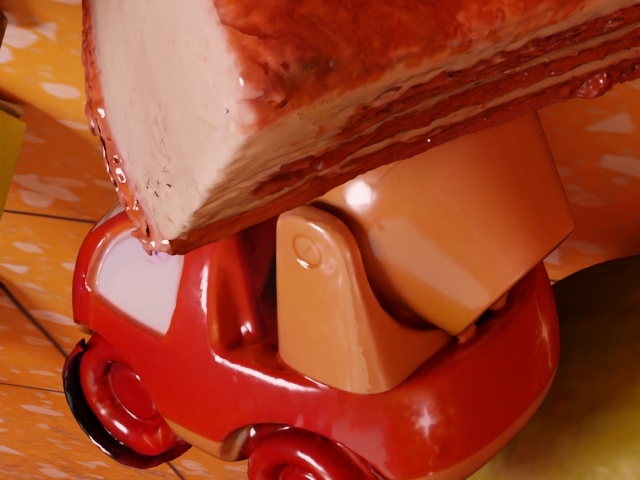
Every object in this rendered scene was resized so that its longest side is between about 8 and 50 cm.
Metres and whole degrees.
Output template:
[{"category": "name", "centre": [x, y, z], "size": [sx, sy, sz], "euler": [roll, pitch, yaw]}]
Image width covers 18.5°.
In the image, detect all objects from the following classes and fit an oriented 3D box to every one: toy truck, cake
[{"category": "toy truck", "centre": [0.000, 0.000, 0.935], "size": [0.265, 0.189, 0.239], "euler": [22, 133, 31]}, {"category": "cake", "centre": [0.043, -0.068, 0.721], "size": [0.262, 0.159, 0.158], "euler": [13, 159, -12]}]

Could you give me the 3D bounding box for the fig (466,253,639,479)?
[{"category": "fig", "centre": [0.222, 0.123, 1.057], "size": [0.326, 0.258, 0.258], "euler": [-23, 144, 38]}]

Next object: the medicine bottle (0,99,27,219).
[{"category": "medicine bottle", "centre": [-0.273, 0.021, 1.039], "size": [0.137, 0.250, 0.141], "euler": [-5, 154, 44]}]

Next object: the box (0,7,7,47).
[{"category": "box", "centre": [-0.204, -0.131, 0.892], "size": [0.089, 0.022, 0.156], "euler": [8, 162, 8]}]
